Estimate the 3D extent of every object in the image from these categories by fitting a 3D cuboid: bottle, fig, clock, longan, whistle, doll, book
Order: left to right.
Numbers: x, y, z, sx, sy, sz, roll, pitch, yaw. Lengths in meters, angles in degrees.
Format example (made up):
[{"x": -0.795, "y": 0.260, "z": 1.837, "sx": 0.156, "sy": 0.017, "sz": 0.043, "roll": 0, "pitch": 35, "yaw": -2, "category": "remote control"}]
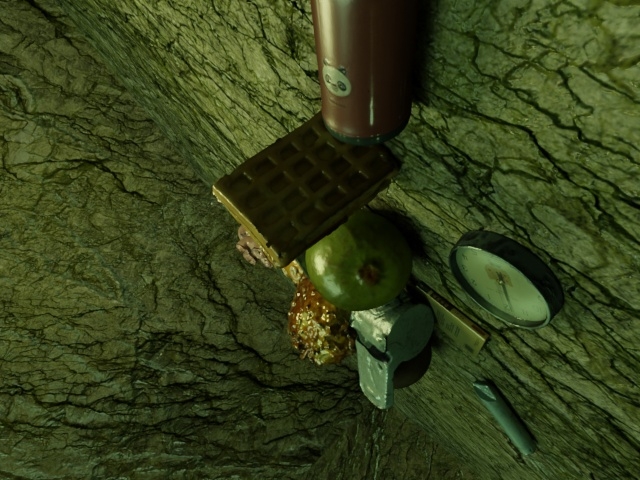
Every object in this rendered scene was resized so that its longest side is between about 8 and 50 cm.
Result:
[{"x": -0.238, "y": -0.031, "z": 1.784, "sx": 0.217, "sy": 0.268, "sz": 0.284, "roll": 9, "pitch": 145, "yaw": 35, "category": "doll"}, {"x": 0.081, "y": 0.039, "z": 1.071, "sx": 0.258, "sy": 0.258, "sz": 0.326, "roll": 55, "pitch": 174, "yaw": -24, "category": "fig"}, {"x": 0.058, "y": -0.283, "z": 0.526, "sx": 0.144, "sy": 0.144, "sz": 0.336, "roll": 41, "pitch": 163, "yaw": 24, "category": "bottle"}, {"x": 0.186, "y": 0.306, "z": 1.219, "sx": 0.188, "sy": 0.404, "sz": 0.168, "roll": 16, "pitch": -172, "yaw": -37, "category": "whistle"}, {"x": 0.260, "y": 0.394, "z": 1.431, "sx": 0.258, "sy": 0.258, "sz": 0.258, "roll": 44, "pitch": 164, "yaw": 16, "category": "longan"}, {"x": 0.365, "y": 0.226, "z": 1.164, "sx": 0.231, "sy": 0.026, "sz": 0.161, "roll": 40, "pitch": 163, "yaw": 28, "category": "book"}, {"x": 0.351, "y": 0.079, "z": 0.798, "sx": 0.226, "sy": 0.049, "sz": 0.226, "roll": 44, "pitch": 164, "yaw": 17, "category": "clock"}, {"x": 0.594, "y": 0.568, "z": 1.315, "sx": 0.312, "sy": 0.062, "sz": 0.062, "roll": 52, "pitch": 164, "yaw": -14, "category": "whistle"}]

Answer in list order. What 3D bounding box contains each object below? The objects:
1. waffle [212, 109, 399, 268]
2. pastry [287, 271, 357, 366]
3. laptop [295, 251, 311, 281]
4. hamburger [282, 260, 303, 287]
[{"x": -0.026, "y": -0.115, "z": 0.820, "sx": 0.224, "sy": 0.328, "sz": 0.098, "roll": 45, "pitch": 160, "yaw": 16, "category": "waffle"}, {"x": 0.030, "y": 0.260, "z": 1.458, "sx": 0.293, "sy": 0.337, "sz": 0.405, "roll": 23, "pitch": -151, "yaw": -18, "category": "pastry"}, {"x": 0.000, "y": 0.000, "z": 1.220, "sx": 0.015, "sy": 0.269, "sz": 0.187, "roll": -7, "pitch": 132, "yaw": 31, "category": "laptop"}, {"x": -0.044, "y": 0.131, "z": 1.762, "sx": 0.302, "sy": 0.186, "sz": 0.261, "roll": 52, "pitch": 165, "yaw": -24, "category": "hamburger"}]
